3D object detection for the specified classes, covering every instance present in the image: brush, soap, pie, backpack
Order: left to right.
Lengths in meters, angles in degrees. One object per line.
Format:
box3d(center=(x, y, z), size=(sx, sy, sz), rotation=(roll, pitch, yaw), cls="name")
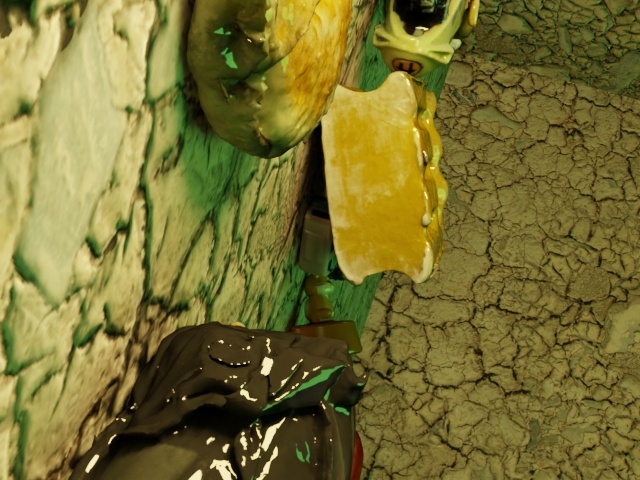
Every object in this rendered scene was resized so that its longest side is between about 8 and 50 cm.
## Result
box3d(center=(-0.096, 0.285, 0.670), size=(0.446, 0.254, 0.364), rotation=(-57, 156, -52), cls="backpack")
box3d(center=(-0.023, -0.228, 0.716), size=(0.339, 0.077, 0.339), rotation=(15, 90, -78), cls="pie")
box3d(center=(0.034, 0.029, 1.507), size=(0.301, 0.071, 0.084), rotation=(134, -32, -87), cls="brush")
box3d(center=(0.108, -0.098, 1.286), size=(0.335, 0.156, 0.294), rotation=(-39, 125, -76), cls="soap")

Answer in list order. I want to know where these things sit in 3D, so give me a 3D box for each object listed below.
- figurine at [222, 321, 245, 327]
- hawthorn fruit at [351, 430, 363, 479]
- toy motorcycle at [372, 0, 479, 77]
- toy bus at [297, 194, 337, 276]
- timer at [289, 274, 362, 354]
box3d(center=(-0.105, 0.134, 0.935), size=(0.143, 0.068, 0.101), rotation=(-93, 166, -47), cls="figurine")
box3d(center=(-0.020, 0.399, 1.565), size=(0.215, 0.215, 0.250), rotation=(95, 8, -55), cls="hawthorn fruit")
box3d(center=(0.183, -0.405, 1.376), size=(0.410, 0.168, 0.237), rotation=(-58, 164, -61), cls="toy motorcycle")
box3d(center=(0.000, 0.000, 1.343), size=(0.075, 0.060, 0.123), rotation=(-56, 160, -53), cls="toy bus")
box3d(center=(0.002, 0.128, 1.495), size=(0.132, 0.131, 0.152), rotation=(27, 57, -81), cls="timer")
